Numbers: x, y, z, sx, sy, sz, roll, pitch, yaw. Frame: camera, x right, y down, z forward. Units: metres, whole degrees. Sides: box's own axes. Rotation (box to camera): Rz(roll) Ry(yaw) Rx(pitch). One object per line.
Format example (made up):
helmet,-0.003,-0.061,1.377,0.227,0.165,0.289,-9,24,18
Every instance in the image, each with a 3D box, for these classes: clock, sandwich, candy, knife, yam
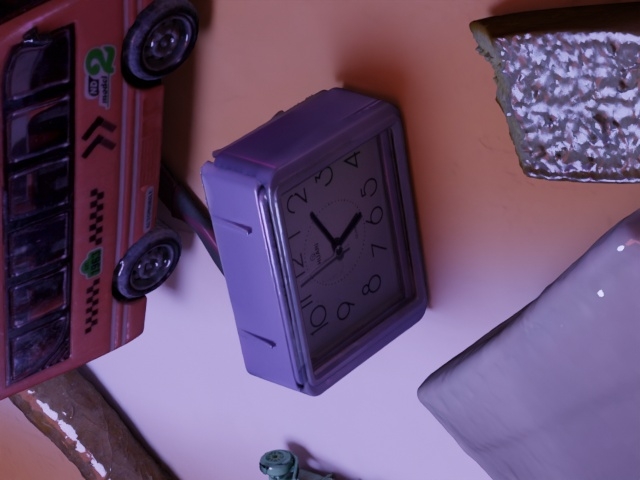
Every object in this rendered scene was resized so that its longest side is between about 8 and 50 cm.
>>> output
clock,-0.001,0.000,1.223,0.073,0.145,0.193,18,130,41
sandwich,0.178,-0.094,0.997,0.258,0.096,0.094,4,115,44
candy,0.215,0.093,1.000,0.208,0.145,0.358,51,156,6
knife,-0.119,-0.029,1.448,0.247,0.018,0.035,52,147,10
yam,-0.228,0.214,1.704,0.356,0.081,0.081,47,143,12

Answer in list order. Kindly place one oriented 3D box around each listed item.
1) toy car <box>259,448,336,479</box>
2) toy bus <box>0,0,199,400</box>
toy car,0.003,0.239,1.480,0.143,0.054,0.073,25,133,41
toy bus,-0.257,-0.082,1.365,0.203,0.233,0.427,38,140,29
